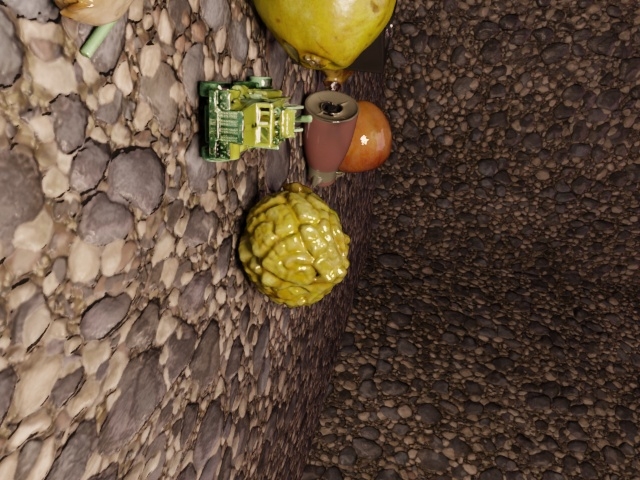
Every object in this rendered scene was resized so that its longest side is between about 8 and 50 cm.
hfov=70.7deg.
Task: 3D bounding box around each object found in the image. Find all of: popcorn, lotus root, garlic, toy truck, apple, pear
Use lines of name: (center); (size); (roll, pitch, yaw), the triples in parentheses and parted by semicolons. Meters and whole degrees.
popcorn: (-0.056, 0.012, 0.954); (0.258, 0.224, 0.269); (-116, -156, -81)
lotus root: (0.049, -0.539, 1.252); (0.145, 0.129, 0.259); (5, 91, -65)
garlic: (-0.196, -0.262, 0.411); (0.084, 0.066, 0.151); (48, 55, -63)
toy truck: (-0.100, -0.209, 0.766); (0.259, 0.136, 0.128); (-46, 144, -65)
apple: (0.121, -0.346, 1.495); (0.253, 0.254, 0.253); (9, 90, -79)
pear: (0.010, -0.463, 0.779); (0.269, 0.270, 0.320); (-1, 90, -78)

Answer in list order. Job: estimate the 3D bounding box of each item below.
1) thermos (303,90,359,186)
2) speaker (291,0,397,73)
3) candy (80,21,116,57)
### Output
thermos: (0.022, -0.283, 1.296); (0.264, 0.146, 0.176); (99, 15, -51)
speaker: (0.055, -0.541, 1.010); (0.184, 0.233, 0.253); (64, 37, -73)
candy: (-0.183, -0.309, 0.491); (0.084, 0.078, 0.287); (42, 62, -40)
